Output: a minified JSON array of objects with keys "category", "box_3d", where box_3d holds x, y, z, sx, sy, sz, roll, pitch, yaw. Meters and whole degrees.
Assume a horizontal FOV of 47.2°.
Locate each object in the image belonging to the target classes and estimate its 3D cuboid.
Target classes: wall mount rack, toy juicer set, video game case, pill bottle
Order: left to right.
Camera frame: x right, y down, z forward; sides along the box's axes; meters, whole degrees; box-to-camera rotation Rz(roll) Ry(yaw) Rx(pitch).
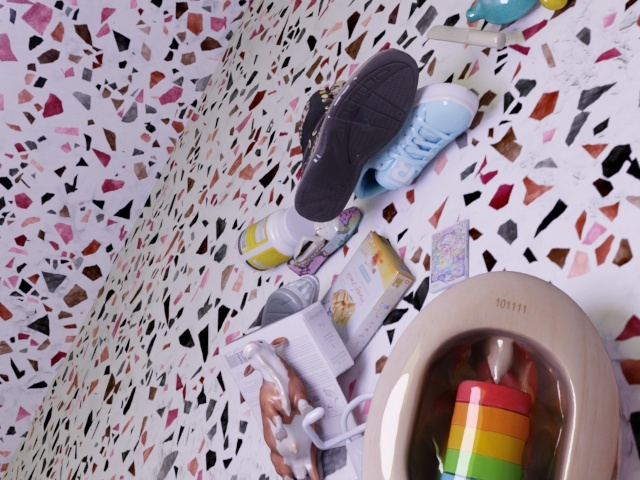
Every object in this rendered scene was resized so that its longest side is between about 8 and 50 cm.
[{"category":"pill bottle","box_3d":[-0.104,-0.006,1.776,0.208,0.119,0.119,-26,47,48]},{"category":"wall mount rack","box_3d":[0.143,0.307,1.135,0.304,0.130,0.350,-27,35,-1]},{"category":"video game case","box_3d":[0.231,0.028,1.313,0.087,0.011,0.122,-29,45,46]},{"category":"toy juicer set","box_3d":[0.379,-0.458,1.388,0.329,0.089,0.209,-47,45,13]}]

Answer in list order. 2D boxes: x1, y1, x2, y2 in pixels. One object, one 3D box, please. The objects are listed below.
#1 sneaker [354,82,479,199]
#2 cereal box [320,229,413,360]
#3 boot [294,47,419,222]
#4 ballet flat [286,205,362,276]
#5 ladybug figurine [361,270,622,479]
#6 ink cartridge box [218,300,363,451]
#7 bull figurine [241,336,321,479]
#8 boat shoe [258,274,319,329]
[{"category":"sneaker","box_3d":[0.180,-0.173,1.445,0.366,0.135,0.150,-34,41,60]},{"category":"cereal box","box_3d":[0.074,0.119,1.459,0.240,0.047,0.173,-56,29,15]},{"category":"boot","box_3d":[0.055,-0.251,1.474,0.284,0.138,0.377,-94,27,-56]},{"category":"ballet flat","box_3d":[0.000,0.000,1.643,0.221,0.079,0.077,-47,34,28]},{"category":"ladybug figurine","box_3d":[0.212,0.265,0.935,0.305,0.162,0.449,14,75,16]},{"category":"ink cartridge box","box_3d":[-0.048,0.283,1.436,0.296,0.066,0.261,-29,89,46]},{"category":"bull figurine","box_3d":[-0.061,0.325,1.328,0.101,0.310,0.188,-18,22,-8]},{"category":"boat shoe","box_3d":[-0.078,0.200,1.553,0.103,0.118,0.320,-37,-25,-43]}]
